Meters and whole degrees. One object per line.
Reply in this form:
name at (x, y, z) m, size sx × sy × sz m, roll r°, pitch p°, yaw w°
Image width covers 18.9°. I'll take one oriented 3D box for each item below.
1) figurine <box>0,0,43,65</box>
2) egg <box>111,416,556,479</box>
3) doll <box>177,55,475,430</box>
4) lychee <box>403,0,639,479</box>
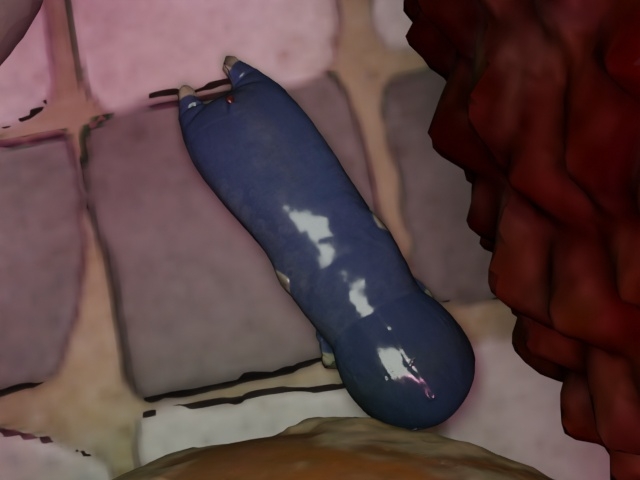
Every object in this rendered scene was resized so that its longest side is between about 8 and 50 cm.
figurine at (-0.075, -0.192, 0.491) m, size 0.167 × 0.285 × 0.342 m, roll 37°, pitch 40°, yaw -15°
egg at (0.008, 0.137, 0.405) m, size 0.245 × 0.203 × 0.203 m, roll -8°, pitch 70°, yaw 49°
doll at (0.000, 0.000, 0.542) m, size 0.037 × 0.027 × 0.125 m, roll -33°, pitch 73°, yaw -4°
lychee at (0.159, -0.077, 0.412) m, size 0.306 × 0.306 × 0.330 m, roll 15°, pitch 82°, yaw 8°
